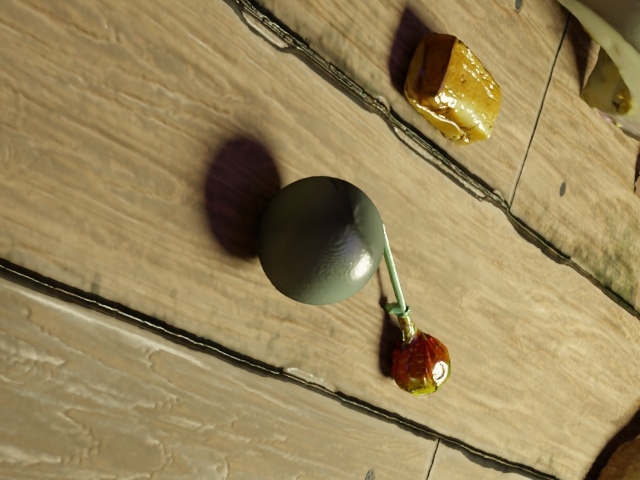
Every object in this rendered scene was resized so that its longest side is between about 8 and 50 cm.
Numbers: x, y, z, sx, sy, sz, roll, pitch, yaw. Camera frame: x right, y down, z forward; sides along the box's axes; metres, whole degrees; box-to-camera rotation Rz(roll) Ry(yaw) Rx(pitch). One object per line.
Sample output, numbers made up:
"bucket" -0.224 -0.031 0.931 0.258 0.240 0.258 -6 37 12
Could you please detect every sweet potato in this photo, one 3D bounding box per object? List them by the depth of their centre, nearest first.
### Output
"sweet potato" 0.427 0.314 2.107 0.385 0.109 0.109 -52 142 -43

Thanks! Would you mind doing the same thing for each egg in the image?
"egg" 0.356 -0.226 1.654 0.162 0.206 0.271 -46 134 -6

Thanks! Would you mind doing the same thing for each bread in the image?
"bread" 0.121 -0.139 1.460 0.132 0.053 0.074 31 71 -58

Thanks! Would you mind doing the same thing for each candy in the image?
"candy" 0.079 0.063 1.482 0.060 0.060 0.201 -48 133 -39

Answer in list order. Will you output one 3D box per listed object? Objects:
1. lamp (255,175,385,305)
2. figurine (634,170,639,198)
"lamp" 0.000 0.000 1.263 0.105 0.105 0.105 -30 126 -51
"figurine" 0.515 -0.091 2.058 0.276 0.133 0.200 -20 90 -51
